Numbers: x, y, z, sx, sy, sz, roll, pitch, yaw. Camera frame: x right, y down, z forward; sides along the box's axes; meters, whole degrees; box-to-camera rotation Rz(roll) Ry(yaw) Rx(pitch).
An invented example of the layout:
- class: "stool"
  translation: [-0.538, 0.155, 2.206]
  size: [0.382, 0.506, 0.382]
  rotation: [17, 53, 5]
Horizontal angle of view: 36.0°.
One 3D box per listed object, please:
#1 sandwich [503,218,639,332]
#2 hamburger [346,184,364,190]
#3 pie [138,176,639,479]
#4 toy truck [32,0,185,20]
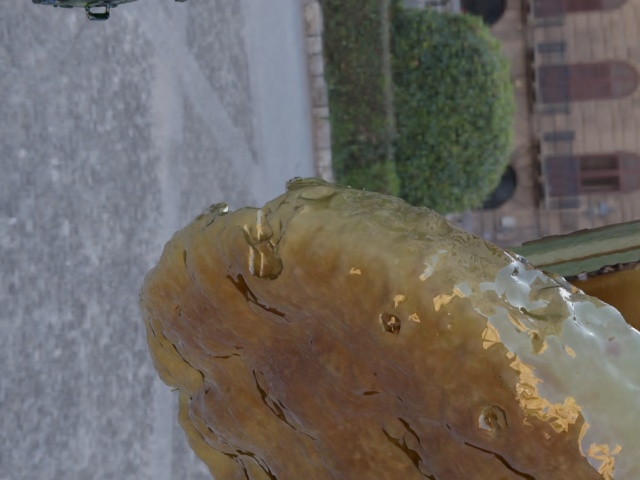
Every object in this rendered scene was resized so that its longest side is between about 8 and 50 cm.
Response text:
- class: "sandwich"
  translation: [0.176, 0.105, 0.702]
  size: [0.155, 0.227, 0.198]
  rotation: [-29, 106, -63]
- class: "hamburger"
  translation: [0.002, -0.004, 1.447]
  size: [0.189, 0.093, 0.164]
  rotation: [-62, -178, 28]
- class: "pie"
  translation: [0.045, 0.114, 0.490]
  size: [0.083, 0.339, 0.339]
  rotation: [-42, 139, -34]
- class: "toy truck"
  translation: [-0.128, -0.244, 0.748]
  size: [0.121, 0.259, 0.088]
  rotation: [-4, 87, -39]
